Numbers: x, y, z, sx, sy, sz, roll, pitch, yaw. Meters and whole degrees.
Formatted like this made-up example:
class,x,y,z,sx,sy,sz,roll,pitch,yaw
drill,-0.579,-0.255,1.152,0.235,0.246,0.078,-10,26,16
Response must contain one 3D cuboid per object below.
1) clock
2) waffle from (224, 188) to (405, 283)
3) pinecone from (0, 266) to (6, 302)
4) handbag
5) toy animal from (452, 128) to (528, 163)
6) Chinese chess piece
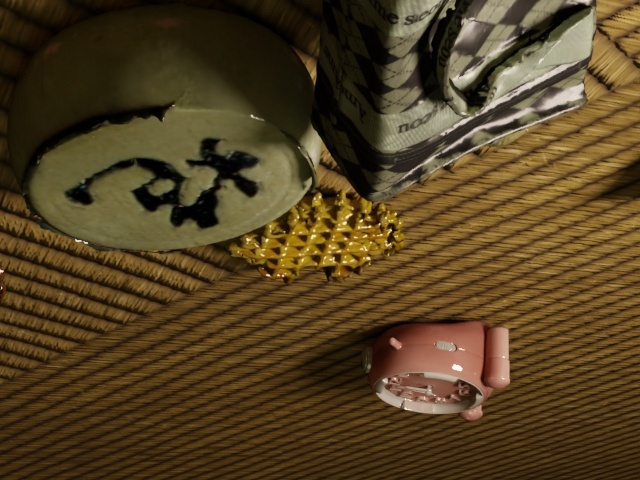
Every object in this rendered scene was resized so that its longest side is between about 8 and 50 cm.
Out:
class,x,y,z,sx,sy,sz,roll,pitch,yaw
clock,0.193,0.214,2.140,0.241,0.142,0.227,7,152,-6
waffle,0.000,0.000,1.735,0.232,0.051,0.229,-24,147,28
pinecone,-0.518,0.054,1.541,0.222,0.221,0.221,-6,154,-3
handbag,0.164,-0.240,1.132,0.317,0.180,0.416,-21,153,-15
toy animal,0.188,-0.153,1.416,0.137,0.098,0.098,-36,147,13
Chinese chess piece,-0.171,-0.112,1.352,0.350,0.146,0.349,-6,155,-3
